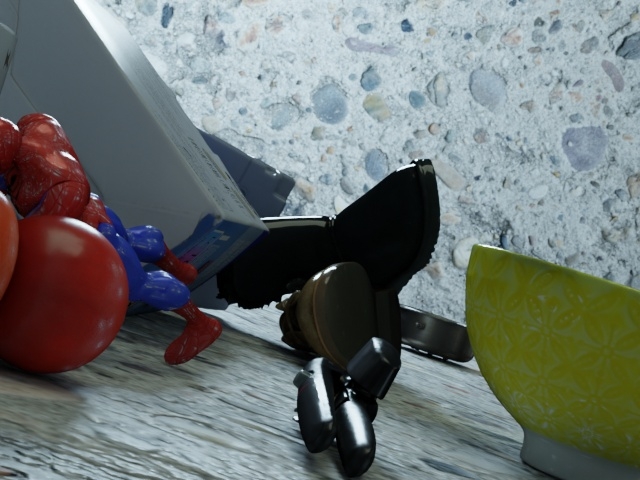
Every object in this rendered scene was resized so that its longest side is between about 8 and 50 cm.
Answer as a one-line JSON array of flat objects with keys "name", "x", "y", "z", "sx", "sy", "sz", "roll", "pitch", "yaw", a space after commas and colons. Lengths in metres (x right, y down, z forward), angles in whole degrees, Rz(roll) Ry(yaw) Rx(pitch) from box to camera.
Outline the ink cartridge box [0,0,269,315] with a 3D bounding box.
[{"name": "ink cartridge box", "x": -0.188, "y": -0.075, "z": 1.284, "sx": 0.270, "sy": 0.151, "sz": 0.395, "roll": 55, "pitch": 4, "yaw": 3}]

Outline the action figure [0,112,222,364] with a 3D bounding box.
[{"name": "action figure", "x": -0.178, "y": 0.014, "z": 0.915, "sx": 0.091, "sy": 0.139, "sz": 0.280, "roll": 60, "pitch": 1, "yaw": 32}]

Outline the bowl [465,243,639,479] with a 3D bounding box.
[{"name": "bowl", "x": 0.235, "y": 0.117, "z": 1.116, "sx": 0.289, "sy": 0.156, "sz": 0.289, "roll": 18, "pitch": 0, "yaw": 0}]

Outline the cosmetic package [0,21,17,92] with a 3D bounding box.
[{"name": "cosmetic package", "x": -0.395, "y": -0.101, "z": 0.861, "sx": 0.365, "sy": 0.197, "sz": 0.155, "roll": 16, "pitch": 0, "yaw": -5}]

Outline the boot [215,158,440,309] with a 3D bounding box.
[{"name": "boot", "x": 0.000, "y": 0.000, "z": 1.455, "sx": 0.207, "sy": 0.094, "sz": 0.246, "roll": -3, "pitch": -24, "yaw": -14}]

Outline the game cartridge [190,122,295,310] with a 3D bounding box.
[{"name": "game cartridge", "x": -0.197, "y": -0.050, "z": 1.533, "sx": 0.294, "sy": 0.196, "sz": 0.060, "roll": 29, "pitch": 0, "yaw": -19}]

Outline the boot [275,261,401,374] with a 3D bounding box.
[{"name": "boot", "x": 0.003, "y": 0.085, "z": 1.373, "sx": 0.115, "sy": 0.112, "sz": 0.305, "roll": -2, "pitch": -8, "yaw": 11}]

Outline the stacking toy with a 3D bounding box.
[{"name": "stacking toy", "x": -0.241, "y": -0.012, "z": 0.719, "sx": 0.330, "sy": 0.141, "sz": 0.141, "roll": 23, "pitch": -3, "yaw": -39}]

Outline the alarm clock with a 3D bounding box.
[{"name": "alarm clock", "x": 0.183, "y": 0.143, "z": 2.079, "sx": 0.192, "sy": 0.064, "sz": 0.129, "roll": 15, "pitch": 2, "yaw": -31}]

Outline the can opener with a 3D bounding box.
[{"name": "can opener", "x": 0.009, "y": 0.100, "z": 0.853, "sx": 0.059, "sy": 0.073, "sz": 0.186, "roll": 26, "pitch": 10, "yaw": 1}]
